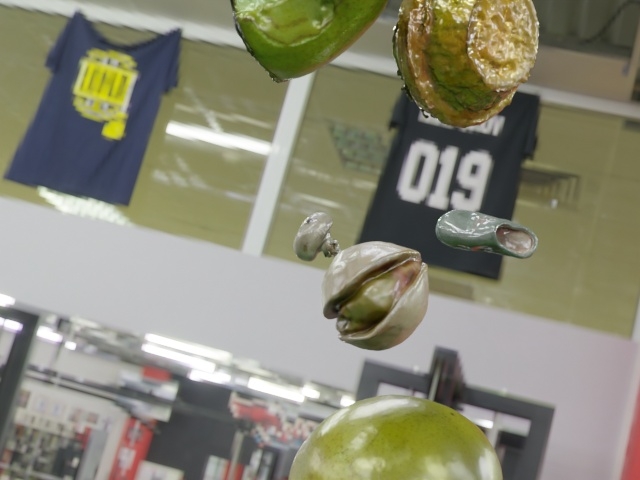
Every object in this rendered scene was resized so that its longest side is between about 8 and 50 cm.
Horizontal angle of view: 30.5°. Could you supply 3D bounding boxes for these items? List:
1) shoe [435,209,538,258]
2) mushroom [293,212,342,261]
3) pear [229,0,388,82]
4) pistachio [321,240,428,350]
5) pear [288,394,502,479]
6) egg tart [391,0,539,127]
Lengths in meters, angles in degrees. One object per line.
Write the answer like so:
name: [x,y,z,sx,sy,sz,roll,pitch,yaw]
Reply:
shoe: [0.317,-0.017,2.191,0.195,0.079,0.078,15,-18,-3]
mushroom: [0.000,0.000,1.897,0.079,0.085,0.085,28,-12,5]
pear: [0.006,-0.358,1.616,0.255,0.238,0.164,-16,16,17]
pistachio: [0.068,0.064,1.416,0.144,0.144,0.215,14,2,4]
pear: [0.096,0.334,1.510,0.294,0.294,0.294,14,-13,3]
egg tart: [0.238,-0.304,1.755,0.288,0.288,0.118,25,-12,-39]
